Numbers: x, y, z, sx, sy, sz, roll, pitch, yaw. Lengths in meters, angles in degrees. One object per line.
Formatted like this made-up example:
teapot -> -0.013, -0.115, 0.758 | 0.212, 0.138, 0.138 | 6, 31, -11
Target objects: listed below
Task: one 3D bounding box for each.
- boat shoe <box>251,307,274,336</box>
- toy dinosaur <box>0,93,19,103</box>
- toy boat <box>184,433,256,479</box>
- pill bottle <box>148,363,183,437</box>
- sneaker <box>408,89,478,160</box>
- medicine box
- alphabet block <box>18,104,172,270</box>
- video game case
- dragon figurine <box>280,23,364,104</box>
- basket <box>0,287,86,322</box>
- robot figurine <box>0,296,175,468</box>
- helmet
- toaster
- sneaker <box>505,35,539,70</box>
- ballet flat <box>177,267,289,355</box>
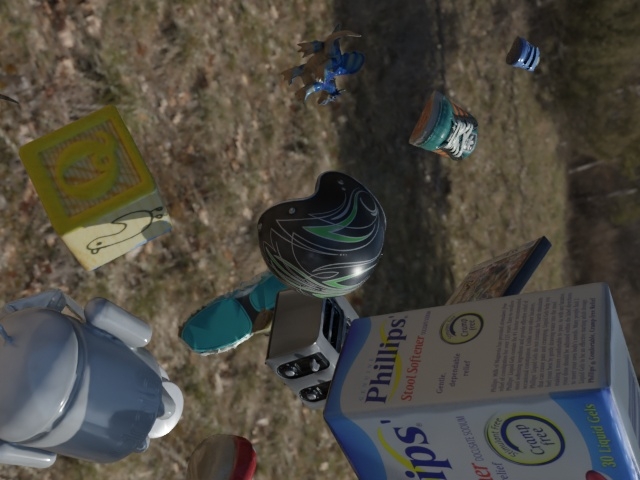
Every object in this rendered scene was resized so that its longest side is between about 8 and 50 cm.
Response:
boat shoe -> -0.097, 0.163, 1.748 | 0.049, 0.056, 0.152 | 27, -7, -10
toy dinosaur -> -0.673, -0.311, 1.689 | 0.211, 0.112, 0.064 | 46, -24, 18
toy boat -> -0.137, 0.417, 1.420 | 0.151, 0.151, 0.231 | -121, -138, -66
pill bottle -> -0.391, 0.290, 1.786 | 0.152, 0.272, 0.153 | -13, 109, -42
sneaker -> 0.244, -0.210, 1.714 | 0.121, 0.108, 0.302 | 27, 14, 3
medicine box -> 0.192, 0.206, 0.969 | 0.264, 0.289, 0.149 | 63, 30, -30
alphabet block -> -0.397, -0.091, 1.631 | 0.193, 0.192, 0.197 | 58, -10, 17
video game case -> 0.381, 0.116, 2.092 | 0.035, 0.248, 0.275 | 49, 54, -8
dragon figurine -> 0.022, -0.338, 1.683 | 0.085, 0.144, 0.289 | 52, -34, 7
basket -> -0.480, 0.166, 1.562 | 0.113, 0.103, 0.167 | 39, 16, 10
robot figurine -> -0.383, 0.221, 1.382 | 0.199, 0.300, 0.353 | 36, 3, 41
helmet -> 0.000, 0.000, 1.268 | 0.161, 0.169, 0.170 | -49, 126, -41
toaster -> -0.006, 0.174, 1.577 | 0.168, 0.110, 0.186 | 54, 30, -38
sneaker -> 0.376, -0.342, 1.675 | 0.059, 0.053, 0.144 | 28, 20, 5
ballet flat -> -0.206, 0.189, 2.456 | 0.147, 0.408, 0.147 | 45, -29, 33
